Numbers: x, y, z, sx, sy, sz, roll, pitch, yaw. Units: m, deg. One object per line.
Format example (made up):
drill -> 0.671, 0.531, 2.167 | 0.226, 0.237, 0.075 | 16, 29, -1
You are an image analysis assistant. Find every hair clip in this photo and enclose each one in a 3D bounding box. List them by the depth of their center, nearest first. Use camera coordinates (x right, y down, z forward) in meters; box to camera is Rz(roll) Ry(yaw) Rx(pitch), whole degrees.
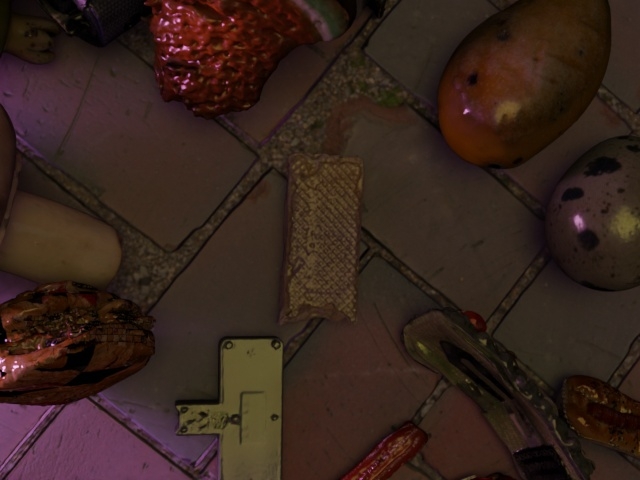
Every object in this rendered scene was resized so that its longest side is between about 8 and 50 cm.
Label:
hair clip -> 0.255, 0.208, 1.173 | 0.321, 0.138, 0.091 | 50, 52, -3

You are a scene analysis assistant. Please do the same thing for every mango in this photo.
mango -> 0.290, -0.234, 1.175 | 0.329, 0.176, 0.176 | -42, 117, -26

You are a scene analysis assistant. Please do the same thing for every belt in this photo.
belt -> -0.325, -0.351, 1.078 | 0.230, 0.139, 0.126 | 46, 67, 2

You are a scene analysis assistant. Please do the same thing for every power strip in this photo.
power strip -> -0.122, 0.237, 1.139 | 0.145, 0.061, 0.215 | 0, 87, -9

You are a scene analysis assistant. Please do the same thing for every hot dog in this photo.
hot dog -> 0.420, 0.254, 1.207 | 0.191, 0.059, 0.108 | 23, 46, -11

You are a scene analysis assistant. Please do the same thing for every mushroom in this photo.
mushroom -> -0.411, -0.031, 1.025 | 0.336, 0.314, 0.314 | 19, 85, -33

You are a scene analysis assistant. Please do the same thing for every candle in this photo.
candle -> 0.013, 0.362, 1.163 | 0.329, 0.048, 0.051 | -39, 107, -9

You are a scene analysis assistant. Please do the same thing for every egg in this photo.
egg -> 0.404, -0.040, 1.169 | 0.177, 0.177, 0.228 | 22, 76, -7

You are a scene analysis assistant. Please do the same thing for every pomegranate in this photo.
pomegranate -> -0.445, -0.287, 1.065 | 0.211, 0.179, 0.179 | -25, 92, -32

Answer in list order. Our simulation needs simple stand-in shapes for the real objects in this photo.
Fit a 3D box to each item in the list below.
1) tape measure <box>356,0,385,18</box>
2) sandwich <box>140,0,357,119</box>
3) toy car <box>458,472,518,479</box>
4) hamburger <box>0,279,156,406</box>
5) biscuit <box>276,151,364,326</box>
tape measure -> 0.006, -0.397, 1.112 | 0.235, 0.207, 0.115 | 24, 80, -4
sandwich -> -0.115, -0.290, 1.078 | 0.251, 0.162, 0.301 | 24, 129, -23
toy car -> 0.226, 0.383, 1.159 | 0.139, 0.112, 0.112 | -27, 92, -8
hamburger -> -0.317, 0.135, 1.037 | 0.231, 0.231, 0.106 | -19, 68, -9
biscuit -> 0.000, 0.000, 1.166 | 0.108, 0.062, 0.238 | 4, 86, -6
